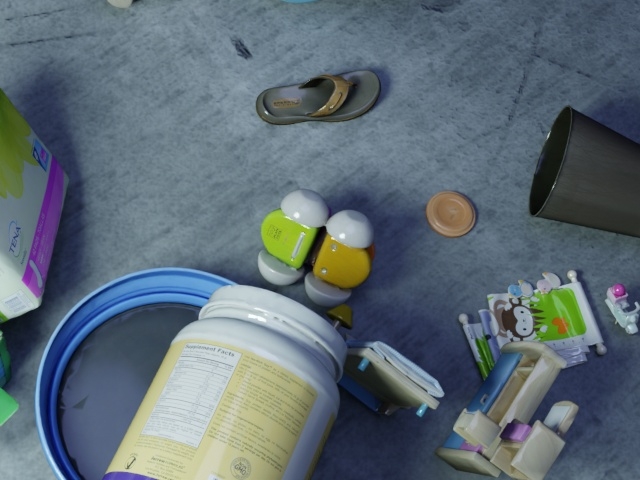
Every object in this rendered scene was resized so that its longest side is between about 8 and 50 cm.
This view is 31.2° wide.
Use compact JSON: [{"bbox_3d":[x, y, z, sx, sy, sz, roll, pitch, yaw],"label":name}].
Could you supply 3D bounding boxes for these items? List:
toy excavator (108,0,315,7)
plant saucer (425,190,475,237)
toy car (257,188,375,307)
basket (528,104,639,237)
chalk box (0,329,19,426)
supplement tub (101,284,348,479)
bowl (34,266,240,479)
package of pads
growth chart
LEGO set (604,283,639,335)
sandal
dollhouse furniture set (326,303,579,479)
[{"bbox_3d":[-0.098,-0.503,1.951,0.433,0.445,0.222,11,52,-52],"label":"toy excavator"},{"bbox_3d":[0.214,-0.044,1.881,0.083,0.013,0.083,4,64,-7],"label":"plant saucer"},{"bbox_3d":[0.000,0.000,1.765,0.182,0.159,0.136,24,28,3],"label":"toy car"},{"bbox_3d":[0.479,-0.092,1.878,0.226,0.154,0.204,20,64,-4],"label":"basket"},{"bbox_3d":[-0.542,0.170,1.557,0.289,0.179,0.180,40,64,9],"label":"chalk box"},{"bbox_3d":[-0.117,0.249,1.460,0.241,0.241,0.331,24,61,2],"label":"supplement tub"},{"bbox_3d":[-0.206,0.230,1.625,0.391,0.077,0.391,6,65,-13],"label":"bowl"},{"bbox_3d":[-0.465,-0.065,1.603,0.101,0.229,0.296,-18,42,15],"label":"package of pads"},{"bbox_3d":[0.335,0.141,1.809,0.237,0.021,0.172,-18,68,-18],"label":"growth chart"},{"bbox_3d":[0.606,0.070,1.829,0.287,0.107,0.132,-26,67,-16],"label":"LEGO set"},{"bbox_3d":[0.000,-0.247,1.916,0.219,0.060,0.090,-7,66,-13],"label":"sandal"},{"bbox_3d":[0.175,0.161,1.591,0.303,0.286,0.198,37,74,-10],"label":"dollhouse furniture set"}]
